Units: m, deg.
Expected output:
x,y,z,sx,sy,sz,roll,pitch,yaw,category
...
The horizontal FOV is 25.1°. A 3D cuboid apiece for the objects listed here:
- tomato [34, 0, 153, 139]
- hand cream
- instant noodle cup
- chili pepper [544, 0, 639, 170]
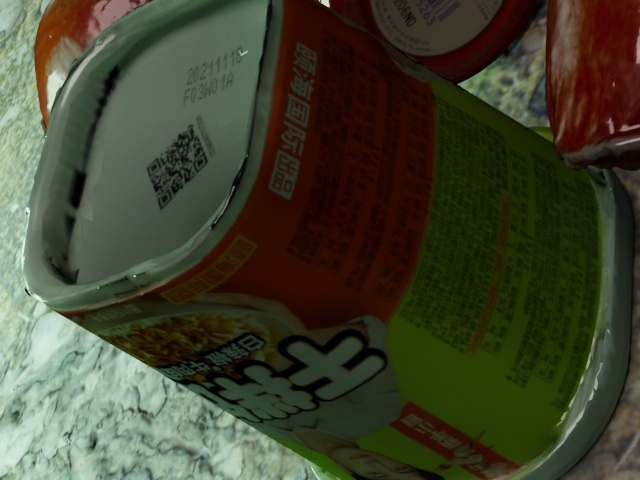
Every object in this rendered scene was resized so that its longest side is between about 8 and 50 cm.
x,y,z,sx,sy,sz,roll,pitch,yaw,category
-0.155,-0.194,1.301,0.309,0.170,0.309,-27,49,36,tomato
0.061,-0.214,1.061,0.193,0.193,0.125,-55,38,5,hand cream
0.000,0.000,0.893,0.294,0.308,0.294,-26,49,35,instant noodle cup
0.260,-0.173,0.829,0.251,0.229,0.305,5,80,11,chili pepper
